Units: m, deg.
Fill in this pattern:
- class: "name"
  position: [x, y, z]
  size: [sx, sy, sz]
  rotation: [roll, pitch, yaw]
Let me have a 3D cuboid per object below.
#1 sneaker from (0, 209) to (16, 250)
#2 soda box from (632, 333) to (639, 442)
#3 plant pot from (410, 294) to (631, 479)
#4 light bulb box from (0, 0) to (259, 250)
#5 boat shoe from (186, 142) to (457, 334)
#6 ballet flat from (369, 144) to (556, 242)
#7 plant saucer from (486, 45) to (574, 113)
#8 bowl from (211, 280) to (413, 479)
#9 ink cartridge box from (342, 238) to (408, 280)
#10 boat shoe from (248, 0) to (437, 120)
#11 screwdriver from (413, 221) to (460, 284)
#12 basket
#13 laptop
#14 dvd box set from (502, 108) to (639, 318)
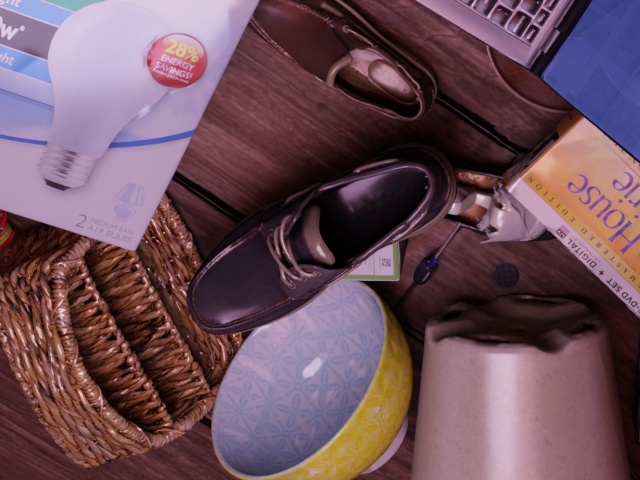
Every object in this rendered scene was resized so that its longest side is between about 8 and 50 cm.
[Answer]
- class: "sneaker"
  position: [-0.439, -0.042, 2.074]
  size: [0.118, 0.107, 0.279]
  rotation: [23, 124, -18]
- class: "soda box"
  position: [0.427, 0.176, 2.046]
  size: [0.053, 0.060, 0.169]
  rotation: [0, 123, 5]
- class: "plant pot"
  position: [0.242, 0.240, 1.995]
  size: [0.333, 0.334, 0.305]
  rotation: [-1, 105, 9]
- class: "light bulb box"
  position: [-0.303, -0.234, 1.830]
  size: [0.358, 0.225, 0.361]
  rotation: [18, 119, -20]
- class: "boat shoe"
  position: [-0.010, -0.008, 1.879]
  size: [0.355, 0.130, 0.132]
  rotation: [-33, 83, 7]
- class: "ballet flat"
  position: [0.188, -0.043, 1.966]
  size: [0.280, 0.096, 0.095]
  rotation: [11, 115, 3]
- class: "plant saucer"
  position: [0.291, -0.246, 1.887]
  size: [0.198, 0.036, 0.199]
  rotation: [3, 116, 6]
- class: "bowl"
  position: [0.019, 0.206, 2.031]
  size: [0.289, 0.289, 0.156]
  rotation: [-36, 125, 22]
- class: "ink cartridge box"
  position: [0.000, 0.000, 2.008]
  size: [0.209, 0.109, 0.062]
  rotation: [0, 115, 9]
- class: "boat shoe"
  position: [0.023, -0.222, 1.905]
  size: [0.257, 0.095, 0.095]
  rotation: [27, 116, -5]
- class: "screwdriver"
  position: [0.148, 0.016, 1.993]
  size: [0.025, 0.024, 0.170]
  rotation: [39, 152, 0]
- class: "basket"
  position: [-0.253, 0.118, 2.043]
  size: [0.223, 0.213, 0.299]
  rotation: [-18, 112, 17]
- class: "laptop"
  position: [0.286, -0.345, 1.699]
  size: [0.408, 0.236, 0.382]
  rotation: [31, 106, -6]
- class: "dvd box set"
  position: [0.462, -0.107, 1.848]
  size: [0.307, 0.062, 0.420]
  rotation: [43, 107, -11]
